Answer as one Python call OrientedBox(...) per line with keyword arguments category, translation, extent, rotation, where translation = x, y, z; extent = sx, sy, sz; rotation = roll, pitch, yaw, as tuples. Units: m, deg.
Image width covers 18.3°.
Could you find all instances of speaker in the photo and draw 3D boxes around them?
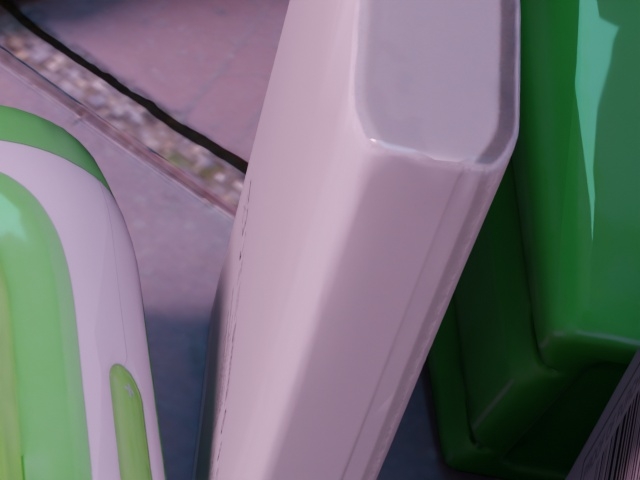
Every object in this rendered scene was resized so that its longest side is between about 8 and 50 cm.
OrientedBox(category="speaker", translation=(-0.107, 0.102, 0.614), extent=(0.131, 0.131, 0.296), rotation=(0, 52, -14))

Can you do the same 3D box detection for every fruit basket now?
OrientedBox(category="fruit basket", translation=(0.215, -0.075, 0.768), extent=(0.392, 0.283, 0.392), rotation=(3, 69, -8))

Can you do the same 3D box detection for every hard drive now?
OrientedBox(category="hard drive", translation=(0.000, 0.000, 0.602), extent=(0.040, 0.307, 0.203), rotation=(10, 50, -7))

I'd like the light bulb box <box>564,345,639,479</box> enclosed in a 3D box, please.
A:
OrientedBox(category="light bulb box", translation=(0.234, 0.161, 0.497), extent=(0.361, 0.358, 0.225), rotation=(18, 52, 0))
